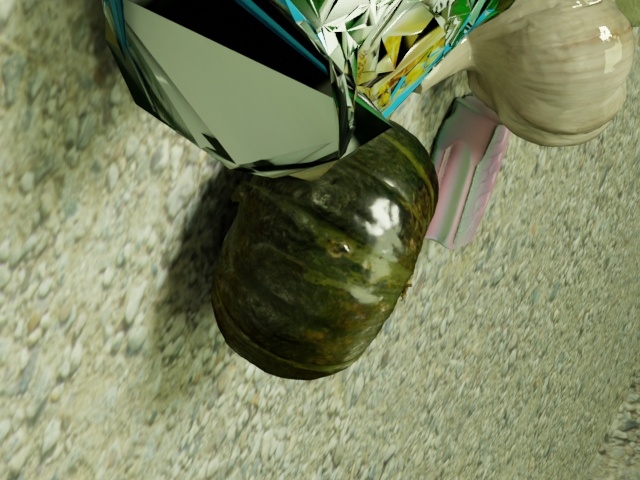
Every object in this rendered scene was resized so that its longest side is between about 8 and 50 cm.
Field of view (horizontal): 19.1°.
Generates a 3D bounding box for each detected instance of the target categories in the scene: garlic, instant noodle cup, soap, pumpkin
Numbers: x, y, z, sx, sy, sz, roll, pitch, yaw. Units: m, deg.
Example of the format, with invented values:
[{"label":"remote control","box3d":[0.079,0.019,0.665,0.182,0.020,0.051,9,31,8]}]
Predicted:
[{"label":"garlic","box3d":[0.173,-0.186,1.789,0.212,0.218,0.218,-15,138,-15]},{"label":"instant noodle cup","box3d":[-0.012,-0.161,1.155,0.178,0.240,0.240,-53,156,-30]},{"label":"soap","box3d":[0.148,-0.073,1.951,0.100,0.056,0.149,-22,131,-68]},{"label":"pumpkin","box3d":[0.000,0.000,1.460,0.223,0.157,0.223,-59,178,-4]}]

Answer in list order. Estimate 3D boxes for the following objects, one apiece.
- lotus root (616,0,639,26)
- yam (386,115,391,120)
[{"label":"lotus root","box3d":[0.413,-0.345,2.367,0.143,0.070,0.144,-54,156,-38]},{"label":"yam","box3d":[0.006,-0.174,1.374,0.107,0.107,0.183,-51,152,-43]}]
